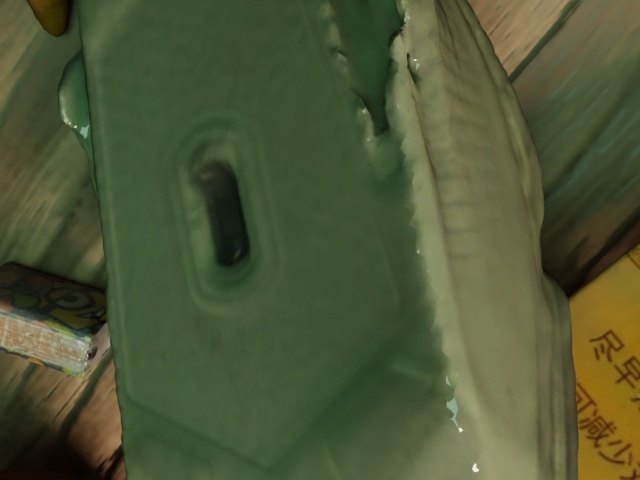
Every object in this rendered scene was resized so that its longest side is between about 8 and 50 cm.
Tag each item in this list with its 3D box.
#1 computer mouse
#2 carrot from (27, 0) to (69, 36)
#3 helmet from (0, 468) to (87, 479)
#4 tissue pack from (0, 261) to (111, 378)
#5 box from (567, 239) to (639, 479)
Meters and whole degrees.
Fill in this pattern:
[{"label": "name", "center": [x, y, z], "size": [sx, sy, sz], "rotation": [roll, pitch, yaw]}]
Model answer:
[{"label": "computer mouse", "center": [0.003, 0.002, 0.468], "size": [0.228, 0.145, 0.429], "rotation": [-19, 78, 38]}, {"label": "carrot", "center": [-0.150, -0.243, 0.449], "size": [0.069, 0.069, 0.336], "rotation": [4, 134, 8]}, {"label": "helmet", "center": [-0.173, 0.236, 0.610], "size": [0.198, 0.130, 0.225], "rotation": [1, 97, 5]}, {"label": "tissue pack", "center": [-0.165, 0.045, 0.584], "size": [0.083, 0.063, 0.035], "rotation": [18, 111, 3]}, {"label": "box", "center": [0.228, 0.054, 0.455], "size": [0.274, 0.076, 0.174], "rotation": [-40, 69, 8]}]
